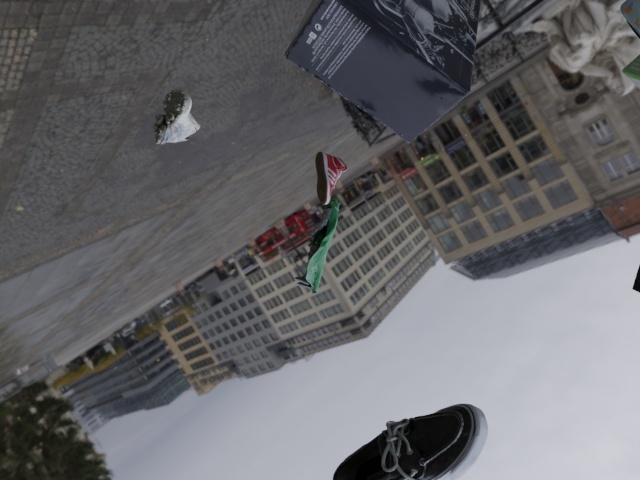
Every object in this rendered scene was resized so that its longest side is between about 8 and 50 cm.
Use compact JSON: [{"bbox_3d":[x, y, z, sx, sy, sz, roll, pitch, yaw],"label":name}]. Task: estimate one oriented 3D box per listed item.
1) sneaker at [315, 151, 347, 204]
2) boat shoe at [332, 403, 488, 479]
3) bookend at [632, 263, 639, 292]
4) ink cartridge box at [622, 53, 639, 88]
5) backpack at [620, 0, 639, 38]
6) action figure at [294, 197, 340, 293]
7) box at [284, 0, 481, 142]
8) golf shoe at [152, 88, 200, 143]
[{"bbox_3d":[0.026,-0.133,0.996,0.067,0.119,0.042,5,165,-35],"label":"sneaker"},{"bbox_3d":[0.144,0.368,0.796,0.306,0.105,0.113,-41,-152,31],"label":"boat shoe"},{"bbox_3d":[0.878,0.118,1.088,0.156,0.072,0.157,9,-168,1],"label":"bookend"},{"bbox_3d":[0.602,-0.295,0.623,0.273,0.114,0.198,-47,-174,29],"label":"ink cartridge box"},{"bbox_3d":[0.716,-0.461,0.906,0.165,0.188,0.144,-18,152,-16],"label":"backpack"},{"bbox_3d":[0.000,0.000,1.096,0.137,0.063,0.232,87,23,-70],"label":"action figure"},{"bbox_3d":[0.143,-0.439,0.927,0.179,0.312,0.343,-35,-149,51],"label":"box"},{"bbox_3d":[-0.294,-0.262,0.969,0.086,0.069,0.176,-3,169,-35],"label":"golf shoe"}]
